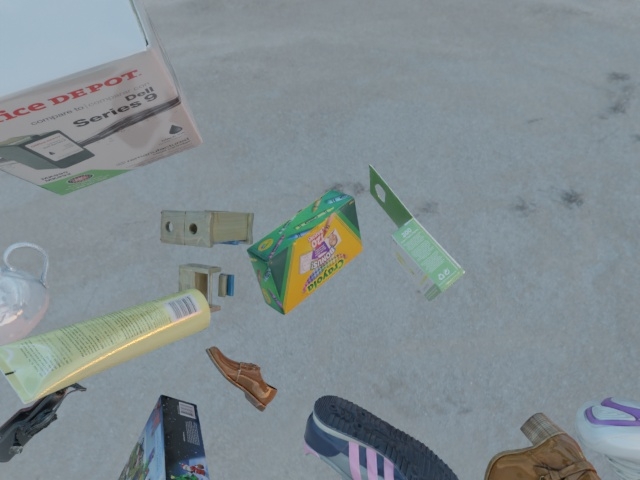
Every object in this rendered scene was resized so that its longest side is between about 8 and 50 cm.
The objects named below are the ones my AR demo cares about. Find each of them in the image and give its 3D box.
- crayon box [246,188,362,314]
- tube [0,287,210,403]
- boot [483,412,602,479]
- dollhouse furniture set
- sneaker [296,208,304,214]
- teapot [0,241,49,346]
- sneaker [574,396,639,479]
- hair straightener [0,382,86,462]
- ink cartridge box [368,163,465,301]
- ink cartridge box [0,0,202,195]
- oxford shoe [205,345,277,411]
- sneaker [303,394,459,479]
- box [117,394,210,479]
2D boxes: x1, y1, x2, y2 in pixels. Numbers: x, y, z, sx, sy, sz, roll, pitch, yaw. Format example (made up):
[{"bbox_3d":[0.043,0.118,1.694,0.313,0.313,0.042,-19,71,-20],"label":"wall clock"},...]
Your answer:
[{"bbox_3d":[-0.027,0.023,1.148,0.081,0.166,0.278,26,52,39],"label":"crayon box"},{"bbox_3d":[-0.244,0.115,0.581,0.070,0.062,0.240,-20,-2,39],"label":"tube"},{"bbox_3d":[0.361,0.406,0.803,0.072,0.197,0.152,13,22,-25],"label":"boot"},{"bbox_3d":[-0.224,0.033,0.958,0.128,0.184,0.129,5,5,30],"label":"dollhouse furniture set"},{"bbox_3d":[0.000,0.000,1.572,0.078,0.106,0.235,-28,94,-20],"label":"sneaker"},{"bbox_3d":[-0.844,0.149,1.246,0.252,0.187,0.256,-14,39,12],"label":"teapot"},{"bbox_3d":[0.429,0.287,0.609,0.114,0.305,0.152,7,77,64],"label":"sneaker"},{"bbox_3d":[-0.458,0.301,0.785,0.230,0.047,0.089,-35,36,16],"label":"hair straightener"},{"bbox_3d":[0.142,-0.006,0.852,0.056,0.171,0.235,-40,77,-3],"label":"ink cartridge box"},{"bbox_3d":[-0.264,-0.160,0.523,0.211,0.289,0.122,-22,87,-6],"label":"ink cartridge box"},{"bbox_3d":[-0.193,0.323,1.200,0.076,0.212,0.076,-47,14,-8],"label":"oxford shoe"},{"bbox_3d":[0.111,0.423,0.912,0.318,0.131,0.112,30,26,17],"label":"sneaker"},{"bbox_3d":[-0.151,0.266,0.424,0.159,0.044,0.233,-63,23,2],"label":"box"}]
